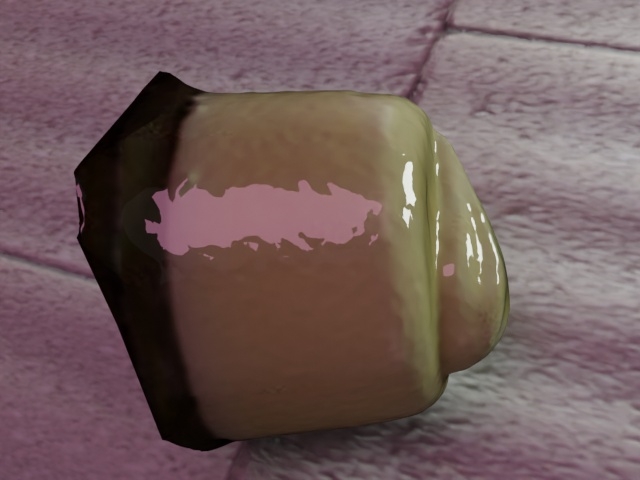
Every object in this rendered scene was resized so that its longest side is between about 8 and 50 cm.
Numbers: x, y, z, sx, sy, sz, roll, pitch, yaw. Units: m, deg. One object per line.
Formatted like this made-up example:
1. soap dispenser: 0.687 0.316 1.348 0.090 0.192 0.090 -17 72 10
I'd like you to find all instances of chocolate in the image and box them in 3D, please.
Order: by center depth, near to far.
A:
1. chocolate: 0.000 0.000 0.993 0.297 0.326 0.314 -15 22 15
